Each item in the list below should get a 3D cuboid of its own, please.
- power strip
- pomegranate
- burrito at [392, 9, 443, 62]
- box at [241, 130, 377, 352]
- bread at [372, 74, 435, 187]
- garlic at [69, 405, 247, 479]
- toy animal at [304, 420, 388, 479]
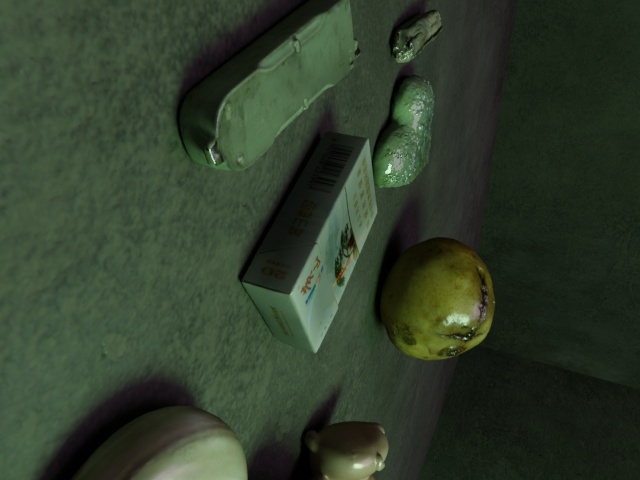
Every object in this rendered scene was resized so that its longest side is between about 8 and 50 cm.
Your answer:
[{"bbox_3d":[-0.037,-0.154,0.481,0.286,0.048,0.080,-57,148,-40],"label":"power strip"},{"bbox_3d":[0.242,0.130,1.063,0.260,0.260,0.261,13,90,-68],"label":"pomegranate"},{"bbox_3d":[0.164,-0.349,0.862,0.188,0.045,0.058,-50,120,-45],"label":"burrito"},{"bbox_3d":[0.000,0.001,0.625,0.233,0.067,0.149,-64,154,-28],"label":"box"},{"bbox_3d":[0.160,-0.180,0.917,0.232,0.064,0.172,-69,154,-15],"label":"bread"},{"bbox_3d":[-0.124,0.248,0.415,0.228,0.110,0.218,-12,110,-65],"label":"garlic"},{"bbox_3d":[0.039,0.409,0.836,0.171,0.171,0.198,8,86,-68],"label":"toy animal"}]
